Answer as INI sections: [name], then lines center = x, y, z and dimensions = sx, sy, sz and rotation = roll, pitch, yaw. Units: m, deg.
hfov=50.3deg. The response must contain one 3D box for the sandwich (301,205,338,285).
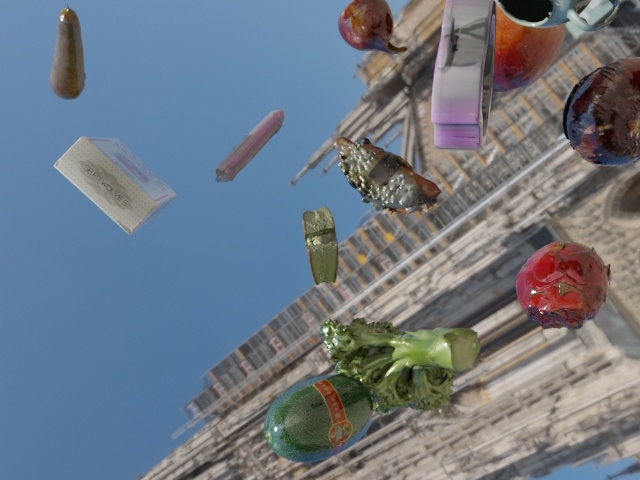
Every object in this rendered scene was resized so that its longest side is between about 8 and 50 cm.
[sandwich]
center = 0.000, 0.000, 1.928
dimensions = 0.090, 0.088, 0.244
rotation = -6, -114, -6

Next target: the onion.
[onion]
center = 0.657, -0.281, 1.504
dimensions = 0.246, 0.246, 0.190
rotation = 35, -168, -21

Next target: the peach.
[peach]
center = 0.565, -0.640, 2.082
dimensions = 0.388, 0.388, 0.388
rotation = 30, -141, -27

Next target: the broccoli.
[broccoli]
center = 0.243, 0.291, 1.650
dimensions = 0.353, 0.397, 0.275
rotation = 6, -108, -56

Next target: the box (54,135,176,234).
[box]
center = -0.451, -0.134, 1.548
dimensions = 0.210, 0.095, 0.330
rotation = 44, -179, -9

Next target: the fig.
[fig]
center = 0.157, -0.619, 2.009
dimensions = 0.207, 0.175, 0.175
rotation = 54, -147, -7

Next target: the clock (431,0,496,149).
[clock]
center = 0.316, -0.358, 1.480
dimensions = 0.338, 0.102, 0.338
rotation = 6, -90, -74

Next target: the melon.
[melon]
center = -0.010, 0.407, 1.552
dimensions = 0.288, 0.182, 0.182
rotation = -16, -113, -28

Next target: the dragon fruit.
[dragon fruit]
center = 0.637, 0.120, 1.791
dimensions = 0.241, 0.252, 0.241
rotation = 38, 180, 0

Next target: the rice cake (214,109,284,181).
[rice cake]
center = -0.173, -0.238, 1.701
dimensions = 0.055, 0.049, 0.270
rotation = 20, -126, 28

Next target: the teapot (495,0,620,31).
[teapot]
center = 0.392, -0.464, 1.221
dimensions = 0.294, 0.193, 0.129
rotation = 31, -106, 12

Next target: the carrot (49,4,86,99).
[carrot]
center = -0.525, -0.400, 1.426
dimensions = 0.078, 0.298, 0.078
rotation = 9, -116, -18

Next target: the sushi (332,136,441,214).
[sushi]
center = 0.106, -0.112, 1.242
dimensions = 0.226, 0.097, 0.103
rotation = 37, -151, 20
